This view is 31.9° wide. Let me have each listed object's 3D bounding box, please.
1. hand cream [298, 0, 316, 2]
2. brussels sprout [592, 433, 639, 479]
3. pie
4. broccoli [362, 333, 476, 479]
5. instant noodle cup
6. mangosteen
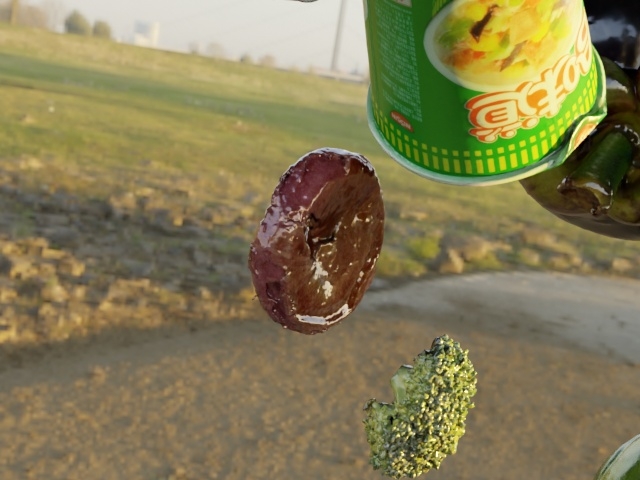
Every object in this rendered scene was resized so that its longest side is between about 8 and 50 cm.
[{"bbox_3d":[-0.031,-0.244,0.992,0.047,0.076,0.174,-12,19,-11],"label":"hand cream"},{"bbox_3d":[0.432,0.351,1.226,0.289,0.355,0.281,0,29,-14],"label":"brussels sprout"},{"bbox_3d":[0.000,0.000,1.052,0.049,0.182,0.182,18,11,34],"label":"pie"},{"bbox_3d":[0.070,0.120,0.821,0.095,0.097,0.092,-22,36,-6],"label":"broccoli"},{"bbox_3d":[0.118,-0.189,0.858,0.207,0.207,0.233,12,-30,21],"label":"instant noodle cup"},{"bbox_3d":[0.319,-0.144,1.099,0.297,0.297,0.313,9,-4,0],"label":"mangosteen"}]
